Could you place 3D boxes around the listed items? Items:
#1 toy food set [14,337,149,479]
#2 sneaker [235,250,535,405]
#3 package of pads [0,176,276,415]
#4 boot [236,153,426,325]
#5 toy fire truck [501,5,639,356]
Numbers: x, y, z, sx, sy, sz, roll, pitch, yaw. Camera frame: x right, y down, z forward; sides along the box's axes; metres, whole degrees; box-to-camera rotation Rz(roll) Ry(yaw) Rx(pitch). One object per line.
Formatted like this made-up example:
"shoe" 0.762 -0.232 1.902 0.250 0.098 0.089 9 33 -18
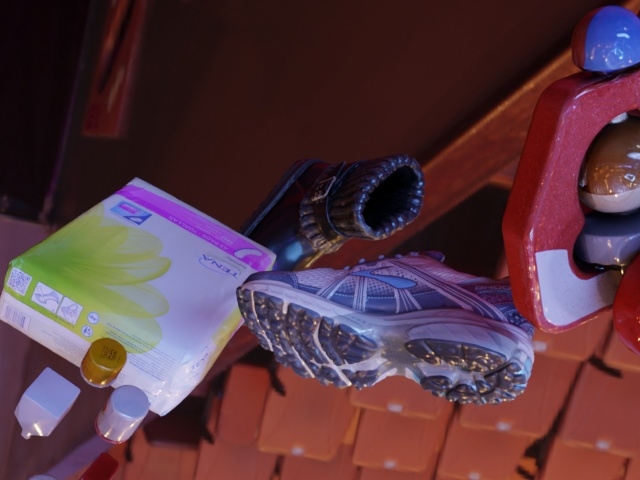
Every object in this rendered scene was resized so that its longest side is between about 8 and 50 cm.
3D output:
"toy food set" -0.251 0.206 0.894 0.111 0.104 0.232 35 -139 -3
"sneaker" 0.061 0.066 0.863 0.283 0.122 0.110 10 137 22
"package of pads" -0.199 0.056 1.112 0.229 0.101 0.296 30 -152 5
"boot" -0.002 -0.003 1.541 0.260 0.348 0.131 8 153 47
"toy fire truck" 0.267 -0.065 0.704 0.302 0.254 0.169 -20 -155 -15
